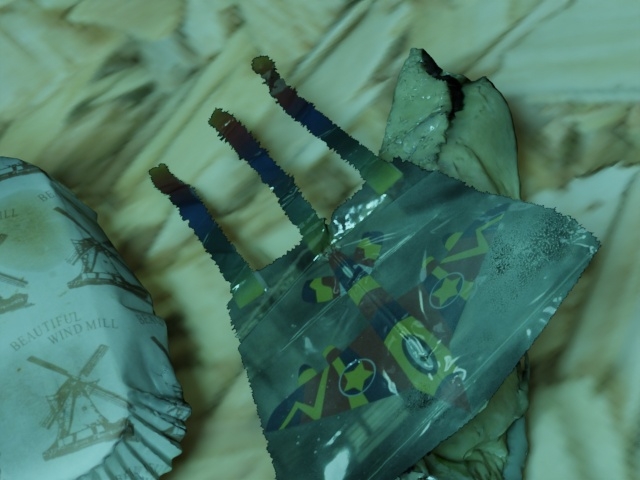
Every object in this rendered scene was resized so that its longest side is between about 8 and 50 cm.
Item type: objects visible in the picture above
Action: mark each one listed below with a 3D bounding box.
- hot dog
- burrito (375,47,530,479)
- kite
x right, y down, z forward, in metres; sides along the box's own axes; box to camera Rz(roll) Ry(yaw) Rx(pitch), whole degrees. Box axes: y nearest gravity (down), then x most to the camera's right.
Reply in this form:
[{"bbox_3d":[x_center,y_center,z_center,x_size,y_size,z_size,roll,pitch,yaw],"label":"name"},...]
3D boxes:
[{"bbox_3d":[-0.116,0.036,0.594,0.099,0.053,0.192,-22,47,-13],"label":"hot dog"},{"bbox_3d":[0.049,0.012,0.593,0.063,0.058,0.229,-6,46,10],"label":"burrito"},{"bbox_3d":[0.001,0.001,0.585,0.141,0.015,0.245,-42,40,1],"label":"kite"}]
